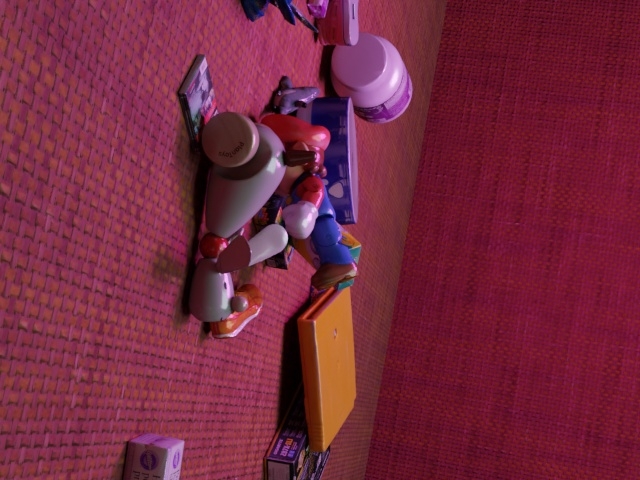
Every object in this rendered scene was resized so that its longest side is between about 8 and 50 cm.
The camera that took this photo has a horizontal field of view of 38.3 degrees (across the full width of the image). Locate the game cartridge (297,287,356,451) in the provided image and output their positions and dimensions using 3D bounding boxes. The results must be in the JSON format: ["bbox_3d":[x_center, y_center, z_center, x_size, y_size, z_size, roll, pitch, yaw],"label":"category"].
[{"bbox_3d":[0.020,0.294,2.188,0.285,0.053,0.323,-39,128,-67],"label":"game cartridge"}]

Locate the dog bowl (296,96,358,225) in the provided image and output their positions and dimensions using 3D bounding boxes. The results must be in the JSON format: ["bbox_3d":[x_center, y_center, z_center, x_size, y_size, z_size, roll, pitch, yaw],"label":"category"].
[{"bbox_3d":[0.017,-0.161,1.882,0.265,0.104,0.264,-2,90,-84],"label":"dog bowl"}]

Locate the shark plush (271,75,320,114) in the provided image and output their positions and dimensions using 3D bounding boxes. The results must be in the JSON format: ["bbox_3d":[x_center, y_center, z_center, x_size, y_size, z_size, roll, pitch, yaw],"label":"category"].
[{"bbox_3d":[-0.053,-0.263,1.716,0.161,0.067,0.073,-46,142,-69],"label":"shark plush"}]

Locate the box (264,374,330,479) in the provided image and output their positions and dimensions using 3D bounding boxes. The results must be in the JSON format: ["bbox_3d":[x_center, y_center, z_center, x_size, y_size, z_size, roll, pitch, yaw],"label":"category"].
[{"bbox_3d":[-0.049,0.516,2.221,0.322,0.079,0.257,-61,154,-56],"label":"box"}]

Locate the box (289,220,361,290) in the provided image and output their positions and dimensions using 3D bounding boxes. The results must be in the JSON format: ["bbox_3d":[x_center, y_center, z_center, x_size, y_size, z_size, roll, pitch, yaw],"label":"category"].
[{"bbox_3d":[0.000,0.000,1.734,0.043,0.179,0.105,-19,137,-31],"label":"box"}]

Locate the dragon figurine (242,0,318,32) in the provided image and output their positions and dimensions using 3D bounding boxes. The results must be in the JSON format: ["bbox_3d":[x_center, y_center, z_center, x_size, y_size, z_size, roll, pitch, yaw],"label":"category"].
[{"bbox_3d":[-0.075,-0.401,1.492,0.289,0.085,0.144,73,28,-60],"label":"dragon figurine"}]

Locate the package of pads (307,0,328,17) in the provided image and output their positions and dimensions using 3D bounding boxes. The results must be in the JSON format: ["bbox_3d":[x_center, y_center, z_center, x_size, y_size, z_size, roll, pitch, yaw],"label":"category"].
[{"bbox_3d":[-0.001,-0.499,1.867,0.050,0.032,0.083,59,41,-66],"label":"package of pads"}]

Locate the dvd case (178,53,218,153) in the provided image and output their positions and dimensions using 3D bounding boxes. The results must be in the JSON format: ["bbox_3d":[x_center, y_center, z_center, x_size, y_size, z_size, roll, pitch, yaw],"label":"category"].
[{"bbox_3d":[-0.177,-0.199,1.348,0.119,0.013,0.087,84,19,-51],"label":"dvd case"}]

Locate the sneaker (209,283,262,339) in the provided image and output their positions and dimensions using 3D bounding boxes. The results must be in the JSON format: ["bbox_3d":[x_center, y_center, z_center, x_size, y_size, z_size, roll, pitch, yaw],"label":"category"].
[{"bbox_3d":[-0.143,0.108,1.590,0.175,0.064,0.067,-57,143,-67],"label":"sneaker"}]

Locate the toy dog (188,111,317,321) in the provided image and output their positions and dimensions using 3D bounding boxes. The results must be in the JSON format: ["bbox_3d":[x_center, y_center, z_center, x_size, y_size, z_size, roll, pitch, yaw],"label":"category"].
[{"bbox_3d":[-0.100,-0.039,1.419,0.220,0.161,0.333,-55,154,-60],"label":"toy dog"}]

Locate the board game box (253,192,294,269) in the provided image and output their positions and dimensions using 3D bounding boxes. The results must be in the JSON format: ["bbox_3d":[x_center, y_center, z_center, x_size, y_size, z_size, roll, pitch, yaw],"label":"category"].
[{"bbox_3d":[-0.077,-0.046,1.798,0.170,0.048,0.141,79,25,-56],"label":"board game box"}]

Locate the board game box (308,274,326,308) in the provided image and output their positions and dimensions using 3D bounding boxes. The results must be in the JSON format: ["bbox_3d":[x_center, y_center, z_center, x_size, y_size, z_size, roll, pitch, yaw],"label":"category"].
[{"bbox_3d":[0.011,0.145,2.328,0.201,0.035,0.136,-18,116,-76],"label":"board game box"}]

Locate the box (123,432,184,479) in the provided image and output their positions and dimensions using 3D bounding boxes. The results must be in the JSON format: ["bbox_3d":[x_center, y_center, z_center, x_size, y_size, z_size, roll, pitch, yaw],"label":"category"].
[{"bbox_3d":[-0.256,0.443,1.311,0.067,0.063,0.324,11,87,-78],"label":"box"}]

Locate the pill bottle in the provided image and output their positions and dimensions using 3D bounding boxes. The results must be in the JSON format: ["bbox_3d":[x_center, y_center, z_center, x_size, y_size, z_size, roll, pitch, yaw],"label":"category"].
[{"bbox_3d":[0.115,-0.380,2.138,0.301,0.169,0.169,20,79,-76],"label":"pill bottle"}]

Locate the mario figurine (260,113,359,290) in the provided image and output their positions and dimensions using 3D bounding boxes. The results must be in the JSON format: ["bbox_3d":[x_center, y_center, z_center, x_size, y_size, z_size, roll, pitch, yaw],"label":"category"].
[{"bbox_3d":[-0.050,-0.065,1.605,0.170,0.198,0.320,-14,81,-38],"label":"mario figurine"}]

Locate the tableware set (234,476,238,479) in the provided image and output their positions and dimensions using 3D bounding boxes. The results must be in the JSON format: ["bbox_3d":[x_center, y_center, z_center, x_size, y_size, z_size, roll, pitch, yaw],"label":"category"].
[{"bbox_3d":[-0.179,0.551,1.812,0.168,0.020,0.141,80,25,-58],"label":"tableware set"}]

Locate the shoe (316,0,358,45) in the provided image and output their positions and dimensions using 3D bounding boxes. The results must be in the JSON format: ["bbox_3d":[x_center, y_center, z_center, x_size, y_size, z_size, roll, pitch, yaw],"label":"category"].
[{"bbox_3d":[0.034,-0.494,1.918,0.063,0.081,0.178,-17,109,-63],"label":"shoe"}]
